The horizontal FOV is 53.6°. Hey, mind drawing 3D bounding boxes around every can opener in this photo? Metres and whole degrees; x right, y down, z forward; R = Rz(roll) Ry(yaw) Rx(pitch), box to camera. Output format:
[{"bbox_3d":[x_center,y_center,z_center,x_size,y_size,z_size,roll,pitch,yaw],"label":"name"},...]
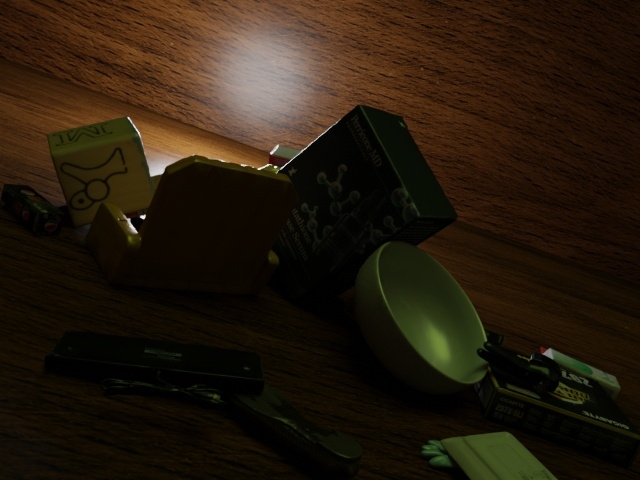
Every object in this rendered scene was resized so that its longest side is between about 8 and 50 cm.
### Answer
[{"bbox_3d":[0.405,0.258,1.293,0.186,0.059,0.073,20,31,-5],"label":"can opener"}]

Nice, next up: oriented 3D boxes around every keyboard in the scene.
[{"bbox_3d":[-0.239,0.193,0.937,0.317,0.033,0.201,8,10,-10],"label":"keyboard"}]

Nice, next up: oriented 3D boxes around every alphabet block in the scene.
[{"bbox_3d":[-0.520,-0.168,1.508,0.197,0.193,0.193,-16,27,-18],"label":"alphabet block"}]

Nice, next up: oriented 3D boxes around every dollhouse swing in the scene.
[{"bbox_3d":[-0.270,-0.062,1.366,0.346,0.305,0.315,8,19,-36],"label":"dollhouse swing"}]

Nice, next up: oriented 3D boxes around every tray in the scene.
[{"bbox_3d":[0.313,0.372,0.963,0.145,0.030,0.270,3,19,-24],"label":"tray"}]

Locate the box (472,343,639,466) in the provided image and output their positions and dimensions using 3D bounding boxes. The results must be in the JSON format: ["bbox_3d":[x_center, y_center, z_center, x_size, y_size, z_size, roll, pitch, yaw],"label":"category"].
[{"bbox_3d":[0.489,0.340,1.378,0.321,0.079,0.257,20,13,-2],"label":"box"}]

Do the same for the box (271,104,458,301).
[{"bbox_3d":[0.065,-0.076,1.505,0.212,0.395,0.294,-1,60,-56],"label":"box"}]

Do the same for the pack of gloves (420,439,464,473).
[{"bbox_3d":[0.280,0.382,1.005,0.232,0.046,0.195,17,16,-12],"label":"pack of gloves"}]

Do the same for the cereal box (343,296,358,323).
[{"bbox_3d":[0.194,0.199,1.548,0.240,0.047,0.173,5,22,-45],"label":"cereal box"}]

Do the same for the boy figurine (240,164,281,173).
[{"bbox_3d":[-0.135,-0.151,1.665,0.177,0.092,0.285,-3,2,32],"label":"boy figurine"}]

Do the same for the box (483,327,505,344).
[{"bbox_3d":[0.387,0.232,1.649,0.162,0.029,0.116,23,-9,5],"label":"box"}]

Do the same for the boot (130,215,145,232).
[{"bbox_3d":[-0.415,-0.028,1.570,0.121,0.045,0.099,13,12,-27],"label":"boot"}]

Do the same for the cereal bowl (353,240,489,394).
[{"bbox_3d":[0.191,0.175,1.328,0.339,0.141,0.339,33,34,-26],"label":"cereal bowl"}]

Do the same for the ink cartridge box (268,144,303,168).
[{"bbox_3d":[-0.081,-0.160,1.999,0.171,0.237,0.100,14,29,7],"label":"ink cartridge box"}]

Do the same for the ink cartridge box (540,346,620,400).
[{"bbox_3d":[0.695,0.339,1.710,0.181,0.056,0.224,23,16,11],"label":"ink cartridge box"}]

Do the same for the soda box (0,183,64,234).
[{"bbox_3d":[-0.636,-0.069,1.394,0.169,0.053,0.060,30,17,32],"label":"soda box"}]

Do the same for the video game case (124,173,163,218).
[{"bbox_3d":[-0.408,-0.125,1.621,0.285,0.025,0.204,-14,29,-3],"label":"video game case"}]

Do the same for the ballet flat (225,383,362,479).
[{"bbox_3d":[-0.048,0.279,0.937,0.249,0.058,0.084,23,18,30],"label":"ballet flat"}]
